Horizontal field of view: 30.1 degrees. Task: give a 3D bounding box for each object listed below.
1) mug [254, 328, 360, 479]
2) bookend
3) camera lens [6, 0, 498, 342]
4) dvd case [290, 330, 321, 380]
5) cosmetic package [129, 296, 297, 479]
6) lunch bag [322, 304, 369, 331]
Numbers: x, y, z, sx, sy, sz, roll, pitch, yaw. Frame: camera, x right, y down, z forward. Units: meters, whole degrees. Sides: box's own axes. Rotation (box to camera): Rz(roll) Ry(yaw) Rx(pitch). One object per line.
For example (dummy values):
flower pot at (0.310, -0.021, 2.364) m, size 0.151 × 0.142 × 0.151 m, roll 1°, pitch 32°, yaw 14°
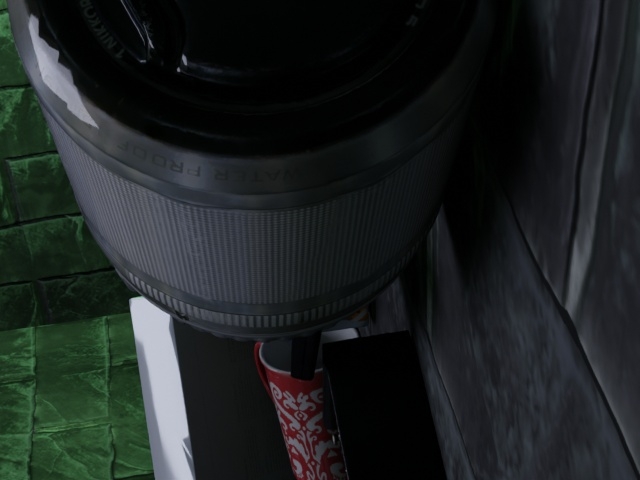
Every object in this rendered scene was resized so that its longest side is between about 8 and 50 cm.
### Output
mug at (-0.003, 0.180, 1.363) m, size 0.150 × 0.113 × 0.169 m, roll -120°, pitch 18°, yaw -62°
bookend at (0.049, 0.180, 0.964) m, size 0.157 × 0.072 × 0.156 m, roll 89°, pitch 171°, yaw -59°
camera lens at (-0.032, -0.080, 0.623) m, size 0.274 × 0.219 × 0.219 m, roll 94°, pitch 167°, yaw -68°
dvd case at (0.009, -0.033, 0.907) m, size 0.180 × 0.022 × 0.253 m, roll 98°, pitch -178°, yaw -71°
cosmetic package at (-0.102, 0.240, 1.641) m, size 0.097 × 0.284 × 0.377 m, roll -6°, pitch 92°, yaw 41°
lunch bag at (-0.023, -0.066, 1.174) m, size 0.243 × 0.115 × 0.303 m, roll -112°, pitch 14°, yaw -62°
